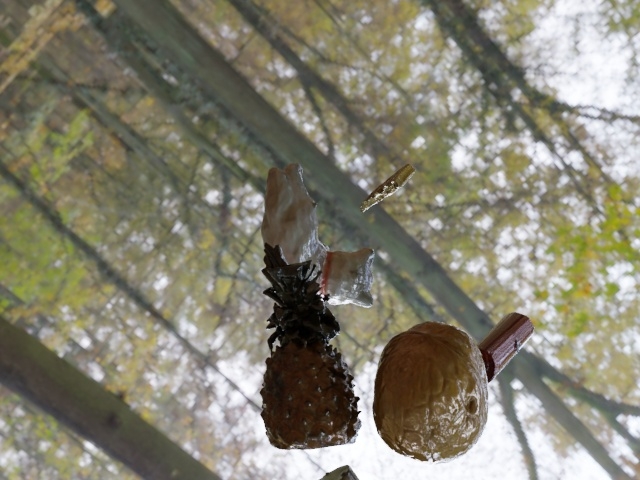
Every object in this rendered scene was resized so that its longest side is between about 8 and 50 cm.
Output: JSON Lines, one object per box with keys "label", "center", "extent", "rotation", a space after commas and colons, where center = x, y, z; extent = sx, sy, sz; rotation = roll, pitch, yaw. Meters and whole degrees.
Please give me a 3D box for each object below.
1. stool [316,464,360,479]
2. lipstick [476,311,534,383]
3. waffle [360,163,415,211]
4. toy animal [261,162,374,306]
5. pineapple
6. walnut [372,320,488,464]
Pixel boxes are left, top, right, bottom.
{"label": "stool", "center": [0.053, 0.535, 1.678], "extent": [0.179, 0.264, 0.179], "rotation": [-35, 179, -1]}
{"label": "lipstick", "center": [0.350, 0.206, 1.945], "extent": [0.073, 0.073, 0.280], "rotation": [-33, 176, 29]}
{"label": "waffle", "center": [0.131, -0.097, 2.280], "extent": [0.191, 0.032, 0.125], "rotation": [-40, -174, 34]}
{"label": "toy animal", "center": [0.000, 0.000, 2.022], "extent": [0.188, 0.266, 0.307], "rotation": [3, -98, 41]}
{"label": "pineapple", "center": [-0.028, 0.165, 1.591], "extent": [0.169, 0.169, 0.340], "rotation": [-17, -102, 50]}
{"label": "walnut", "center": [0.166, 0.234, 1.523], "extent": [0.193, 0.225, 0.193], "rotation": [-9, -144, 6]}
